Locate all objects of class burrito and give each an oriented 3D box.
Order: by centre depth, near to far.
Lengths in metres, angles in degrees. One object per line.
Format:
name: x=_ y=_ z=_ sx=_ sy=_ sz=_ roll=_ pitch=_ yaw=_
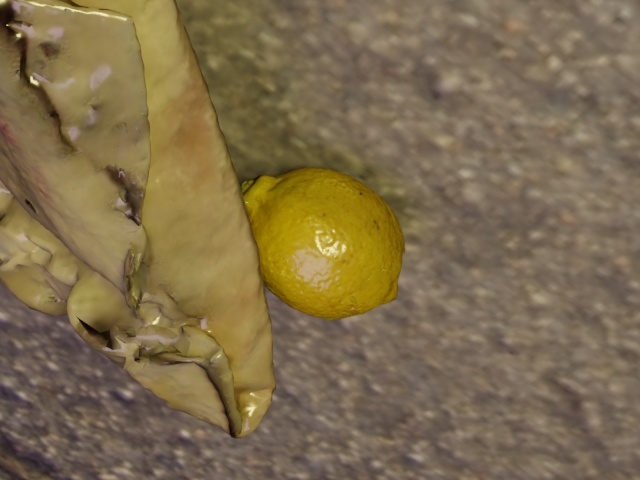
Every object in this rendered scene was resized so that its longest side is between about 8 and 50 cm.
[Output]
burrito: x=-0.111 y=-0.074 z=0.647 sx=0.175 sy=0.107 sz=0.348 roll=14 pitch=139 yaw=40

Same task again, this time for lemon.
lemon: x=0.000 y=0.000 z=0.716 sx=0.083 sy=0.062 sz=0.062 roll=37 pitch=139 yaw=-11
